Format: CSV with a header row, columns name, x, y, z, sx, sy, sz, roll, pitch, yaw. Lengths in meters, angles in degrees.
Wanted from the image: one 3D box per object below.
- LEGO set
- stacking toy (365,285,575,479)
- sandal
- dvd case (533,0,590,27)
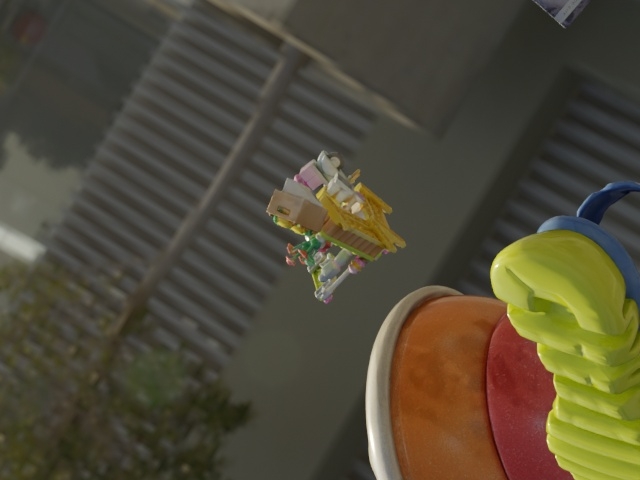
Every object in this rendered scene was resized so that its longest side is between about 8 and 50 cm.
name,x,y,z,sx,sy,sz,roll,pitch,yaw
LEGO set,0.000,0.000,1.780,0.132,0.107,0.287,44,-166,-1
stacking toy,0.322,0.182,1.939,0.480,0.350,0.350,-15,154,31
sandal,0.225,0.079,1.258,0.126,0.138,0.317,20,147,33
dvd case,0.233,-0.344,1.828,0.221,0.164,0.018,35,-169,-28
